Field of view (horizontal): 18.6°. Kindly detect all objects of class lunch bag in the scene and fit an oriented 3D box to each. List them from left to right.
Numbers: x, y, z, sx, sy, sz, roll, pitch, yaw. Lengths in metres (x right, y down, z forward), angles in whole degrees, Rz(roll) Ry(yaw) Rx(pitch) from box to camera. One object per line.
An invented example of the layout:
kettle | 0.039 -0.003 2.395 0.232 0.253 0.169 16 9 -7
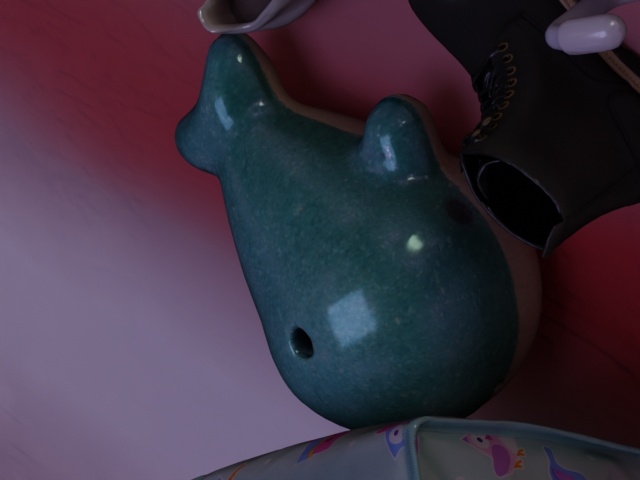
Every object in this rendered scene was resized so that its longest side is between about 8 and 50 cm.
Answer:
lunch bag | 0.090 0.185 1.104 0.223 0.262 0.160 -20 70 50

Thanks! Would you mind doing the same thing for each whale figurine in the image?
whale figurine | 0.000 0.000 1.161 0.272 0.141 0.216 45 137 16

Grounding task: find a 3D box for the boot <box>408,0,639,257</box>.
boot | 0.093 -0.081 1.028 0.198 0.137 0.077 37 133 24

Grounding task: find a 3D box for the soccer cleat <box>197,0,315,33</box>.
soccer cleat | -0.006 -0.182 1.113 0.068 0.076 0.196 50 137 11

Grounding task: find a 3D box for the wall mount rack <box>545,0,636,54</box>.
wall mount rack | 0.275 -0.033 0.886 0.304 0.130 0.350 -8 108 33
